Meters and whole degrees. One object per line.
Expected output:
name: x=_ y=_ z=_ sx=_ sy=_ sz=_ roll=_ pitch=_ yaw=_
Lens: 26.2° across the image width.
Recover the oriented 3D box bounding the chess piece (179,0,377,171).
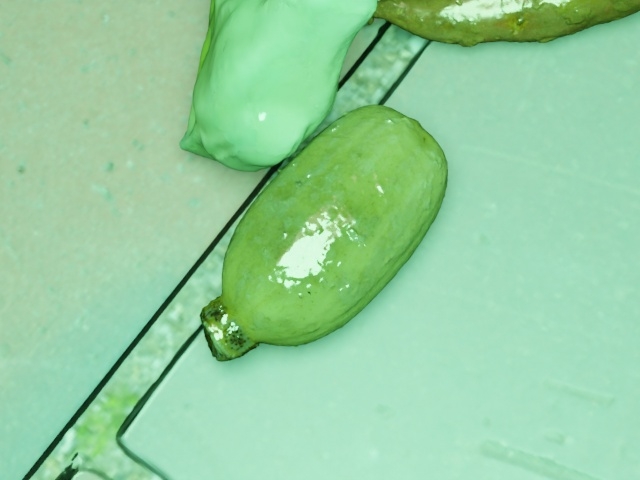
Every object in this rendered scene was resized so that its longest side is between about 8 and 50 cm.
chess piece: x=-0.017 y=-0.190 z=0.807 sx=0.175 sy=0.176 sz=0.298 roll=4 pitch=76 yaw=4

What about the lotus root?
lotus root: x=0.000 y=0.000 z=0.800 sx=0.090 sy=0.077 sz=0.183 roll=42 pitch=78 yaw=13

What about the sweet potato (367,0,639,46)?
sweet potato: x=0.130 y=-0.153 z=0.851 sx=0.205 sy=0.060 sz=0.068 roll=-11 pitch=36 yaw=1
